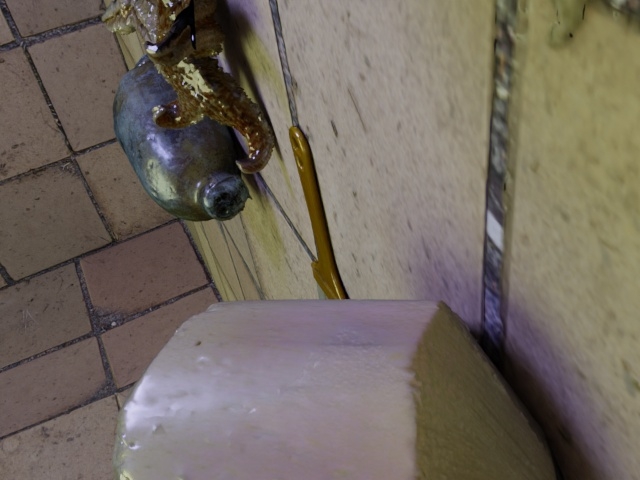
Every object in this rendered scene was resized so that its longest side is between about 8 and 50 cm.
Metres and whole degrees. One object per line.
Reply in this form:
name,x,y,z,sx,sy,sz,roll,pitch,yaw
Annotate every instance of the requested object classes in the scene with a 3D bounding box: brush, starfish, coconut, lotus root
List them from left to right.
starfish,-0.266,-0.399,1.038,0.432,0.082,0.323,41,143,53
lotus root,-0.212,-0.140,1.084,0.175,0.175,0.349,83,161,-51
starfish,-0.143,-0.215,0.784,0.303,0.113,0.312,-149,41,-71
brush,0.000,0.000,0.765,0.103,0.013,0.272,-129,21,-51
coconut,0.023,0.148,0.442,0.239,0.244,0.239,4,-90,-74
